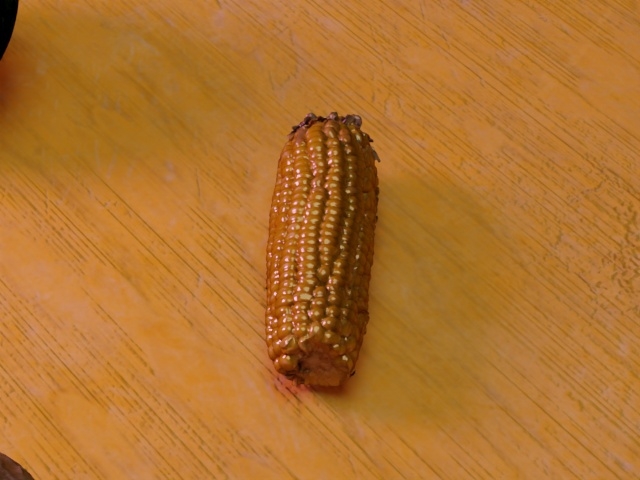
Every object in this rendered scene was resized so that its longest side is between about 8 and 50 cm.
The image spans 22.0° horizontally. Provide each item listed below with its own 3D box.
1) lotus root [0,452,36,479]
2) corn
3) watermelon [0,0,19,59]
[{"bbox_3d":[-0.352,0.223,1.304,0.349,0.175,0.175,14,47,9],"label":"lotus root"},{"bbox_3d":[0.000,0.000,1.579,0.115,0.115,0.318,5,46,0],"label":"corn"},{"bbox_3d":[-0.438,-0.253,1.691,0.269,0.269,0.269,2,46,-2],"label":"watermelon"}]
